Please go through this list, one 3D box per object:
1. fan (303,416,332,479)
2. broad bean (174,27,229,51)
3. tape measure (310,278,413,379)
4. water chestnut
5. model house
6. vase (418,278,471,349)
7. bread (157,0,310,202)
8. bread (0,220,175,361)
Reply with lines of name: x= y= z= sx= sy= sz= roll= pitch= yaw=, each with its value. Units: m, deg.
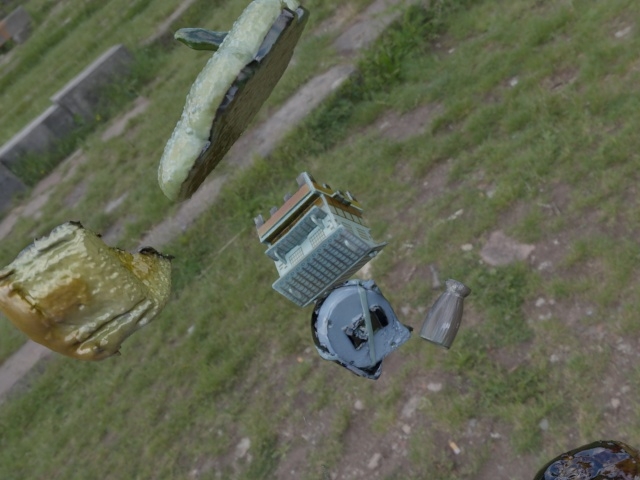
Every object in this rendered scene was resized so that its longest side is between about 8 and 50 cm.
fan: x=0.017 y=0.491 z=1.326 sx=0.010 sy=0.182 sz=0.310 roll=-23 pitch=47 yaw=-6
broad bean: x=-0.178 y=-0.412 z=1.288 sx=0.227 sy=0.069 sz=0.039 roll=-13 pitch=-2 yaw=-7
tape measure: x=0.036 y=0.089 z=0.645 sx=0.091 sy=0.094 sz=0.054 roll=-49 pitch=19 yaw=-15
water chestnut: x=0.642 y=0.624 z=1.421 sx=0.351 sy=0.302 sz=0.350 roll=-20 pitch=10 yaw=4
model house: x=0.000 y=0.000 z=1.415 sx=0.224 sy=0.198 sz=0.215 roll=-41 pitch=54 yaw=25
vase: x=0.193 y=0.112 z=0.979 sx=0.053 sy=0.053 sz=0.100 roll=10 pitch=72 yaw=57
bread: x=-0.087 y=-0.174 z=0.695 sx=0.207 sy=0.056 sz=0.286 roll=-55 pitch=7 yaw=41
bread: x=-0.285 y=0.084 z=0.827 sx=0.174 sy=0.251 sz=0.133 roll=-34 pitch=72 yaw=4
